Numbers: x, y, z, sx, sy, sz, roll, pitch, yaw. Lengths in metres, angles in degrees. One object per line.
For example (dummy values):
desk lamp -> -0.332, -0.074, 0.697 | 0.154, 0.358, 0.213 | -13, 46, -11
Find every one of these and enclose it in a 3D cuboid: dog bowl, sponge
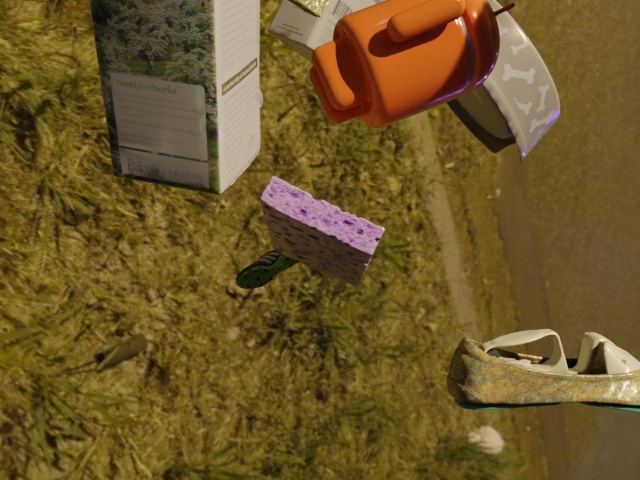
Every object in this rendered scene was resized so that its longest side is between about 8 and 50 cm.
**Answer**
dog bowl -> 0.271, -0.295, 1.040 | 0.102, 0.348, 0.349 | -39, 140, 8
sponge -> 0.000, 0.000, 0.649 | 0.210, 0.117, 0.031 | 93, 23, -77

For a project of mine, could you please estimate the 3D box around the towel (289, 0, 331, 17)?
towel -> -0.042, -0.574, 1.357 | 0.148, 0.027, 0.110 | 31, 71, -5

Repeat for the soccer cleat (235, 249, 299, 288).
soccer cleat -> -0.130, 0.062, 1.435 | 0.179, 0.072, 0.060 | -27, 119, -29

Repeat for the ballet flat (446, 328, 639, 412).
ballet flat -> 0.358, 0.186, 0.875 | 0.123, 0.349, 0.123 | -178, -90, -86

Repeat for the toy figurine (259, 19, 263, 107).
toy figurine -> -0.191, -0.264, 0.982 | 0.213, 0.148, 0.209 | -49, 164, -35

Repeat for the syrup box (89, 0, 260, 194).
syrup box -> -0.100, -0.162, 0.436 | 0.096, 0.093, 0.236 | -63, 161, -56

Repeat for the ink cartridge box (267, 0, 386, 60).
ink cartridge box -> 0.079, -0.656, 1.602 | 0.285, 0.166, 0.395 | 16, 103, -54

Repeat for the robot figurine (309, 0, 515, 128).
robot figurine -> 0.099, -0.204, 0.664 | 0.219, 0.128, 0.158 | -23, 135, -6
